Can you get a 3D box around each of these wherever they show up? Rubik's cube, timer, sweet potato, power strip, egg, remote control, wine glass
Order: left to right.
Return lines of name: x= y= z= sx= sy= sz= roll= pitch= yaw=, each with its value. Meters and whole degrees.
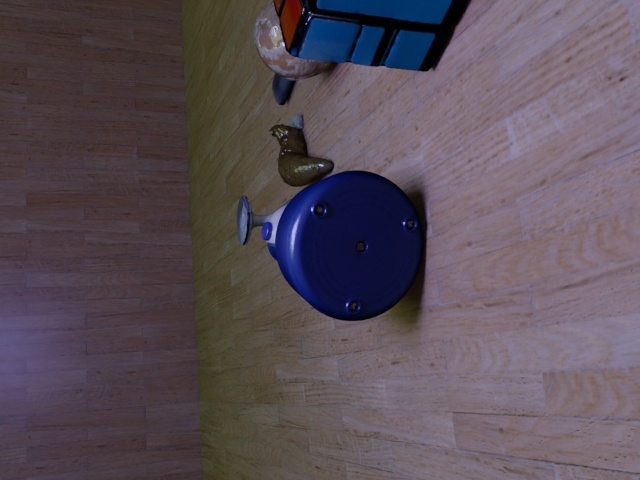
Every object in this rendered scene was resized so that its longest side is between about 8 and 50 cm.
wine glass: x=-0.072 y=-0.046 z=1.615 sx=0.126 sy=0.241 sz=0.127 roll=-179 pitch=90 yaw=-69
egg: x=-0.060 y=-0.484 z=1.638 sx=0.245 sy=0.203 sz=0.204 roll=-150 pitch=62 yaw=-65
power strip: x=-0.069 y=-0.324 z=1.909 sx=0.090 sy=0.016 sz=0.040 roll=168 pitch=100 yaw=-69
sweet potato: x=-0.065 y=-0.209 z=1.799 sx=0.310 sy=0.097 sz=0.124 roll=52 pitch=130 yaw=52
remote control: x=-0.066 y=-0.536 z=1.862 sx=0.378 sy=0.044 sz=0.107 roll=119 pitch=142 yaw=-52
timer: x=0.000 y=0.000 z=1.377 sx=0.383 sy=0.270 sz=0.271 roll=-171 pitch=81 yaw=-67
Rubik's cube: x=0.082 y=-0.487 z=1.165 sx=0.283 sy=0.288 sz=0.294 roll=120 pitch=145 yaw=-50
